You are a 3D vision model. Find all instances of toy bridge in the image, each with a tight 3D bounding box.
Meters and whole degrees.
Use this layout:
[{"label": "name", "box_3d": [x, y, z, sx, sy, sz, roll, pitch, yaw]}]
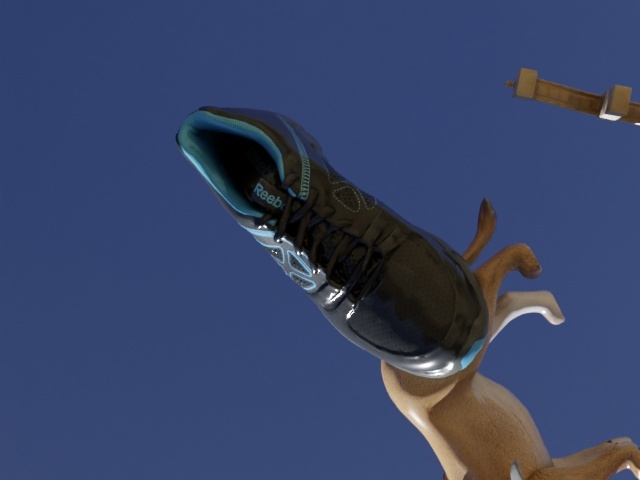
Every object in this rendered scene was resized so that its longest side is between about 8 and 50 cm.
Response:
[{"label": "toy bridge", "box_3d": [0.252, -0.118, 1.178, 0.188, 0.063, 0.026, 12, -90, 1]}]

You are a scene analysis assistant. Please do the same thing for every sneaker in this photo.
[{"label": "sneaker", "box_3d": [0.000, 0.000, 1.212, 0.341, 0.125, 0.140, 40, -168, 26]}]

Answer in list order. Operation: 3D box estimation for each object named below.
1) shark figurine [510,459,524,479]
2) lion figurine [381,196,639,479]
[{"label": "shark figurine", "box_3d": [0.207, 0.205, 1.057, 0.166, 0.278, 0.116, -30, -98, -39]}, {"label": "lion figurine", "box_3d": [0.153, 0.181, 1.273, 0.240, 0.142, 0.392, -28, -91, 6]}]
